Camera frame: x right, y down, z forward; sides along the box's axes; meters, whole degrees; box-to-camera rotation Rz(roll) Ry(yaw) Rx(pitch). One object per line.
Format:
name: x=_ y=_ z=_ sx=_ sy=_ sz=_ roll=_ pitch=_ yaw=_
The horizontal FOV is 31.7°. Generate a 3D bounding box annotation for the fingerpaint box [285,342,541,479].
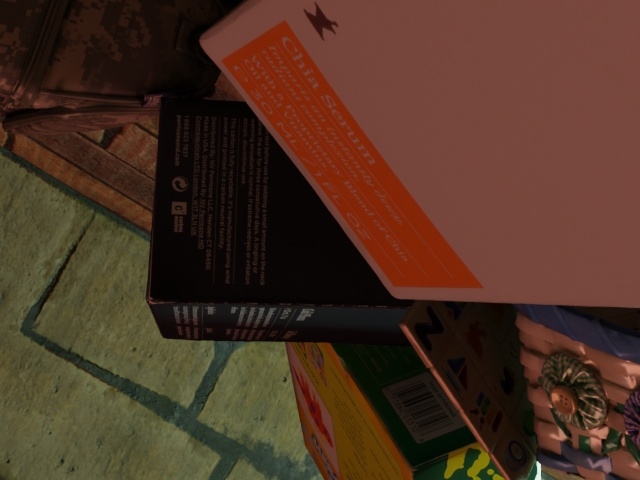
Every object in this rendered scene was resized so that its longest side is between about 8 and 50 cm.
fingerpaint box: x=0.104 y=0.240 z=1.405 sx=0.445 sy=0.163 sz=0.371 roll=-126 pitch=22 yaw=-52

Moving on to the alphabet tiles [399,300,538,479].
alphabet tiles: x=0.120 y=0.037 z=0.854 sx=0.009 sy=0.198 sz=0.237 roll=-23 pitch=108 yaw=40

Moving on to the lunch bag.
lunch bag: x=-0.248 y=-0.204 z=1.070 sx=0.256 sy=0.212 sz=0.305 roll=17 pitch=176 yaw=-27

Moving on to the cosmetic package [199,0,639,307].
cosmetic package: x=0.121 y=-0.099 z=0.563 sx=0.230 sy=0.161 sz=0.453 roll=52 pitch=162 yaw=-11

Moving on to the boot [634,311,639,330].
boot: x=0.340 y=0.118 z=0.948 sx=0.260 sy=0.131 sz=0.348 roll=54 pitch=152 yaw=7

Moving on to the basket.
basket: x=0.263 y=0.042 z=0.768 sx=0.201 sy=0.289 sz=0.255 roll=-3 pitch=-168 yaw=-38

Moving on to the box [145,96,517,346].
box: x=0.000 y=0.000 z=1.089 sx=0.312 sy=0.179 sz=0.343 roll=3 pitch=170 yaw=-6
